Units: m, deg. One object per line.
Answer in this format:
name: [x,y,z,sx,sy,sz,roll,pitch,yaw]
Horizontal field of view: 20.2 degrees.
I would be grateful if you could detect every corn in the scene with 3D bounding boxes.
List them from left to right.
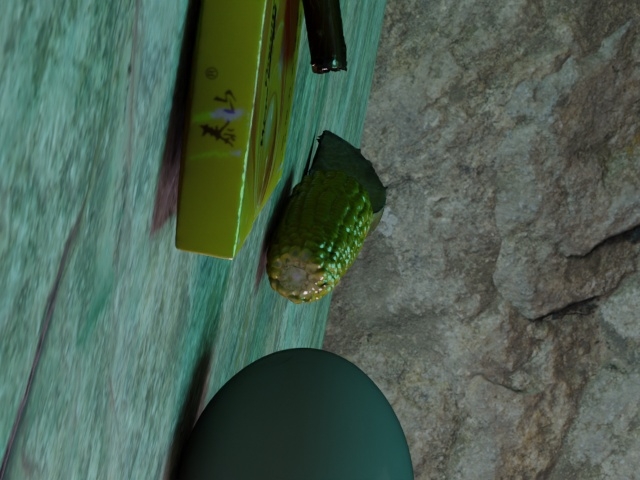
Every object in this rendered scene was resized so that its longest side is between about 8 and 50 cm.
corn: [-0.002,-0.005,1.798,0.091,0.091,0.260,64,14,-14]

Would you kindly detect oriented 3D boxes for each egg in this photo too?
egg: [-0.018,0.180,1.336,0.232,0.176,0.176,-84,-177,-53]

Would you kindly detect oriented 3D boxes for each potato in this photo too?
potato: [0.020,-0.039,2.075,0.172,0.100,0.089,-80,-176,-54]

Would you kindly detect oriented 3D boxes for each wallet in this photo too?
wallet: [-0.004,-0.189,1.090,0.095,0.026,0.176,-48,130,-85]

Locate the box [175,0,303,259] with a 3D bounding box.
box: [-0.044,-0.089,1.068,0.269,0.043,0.152,-65,161,-79]
